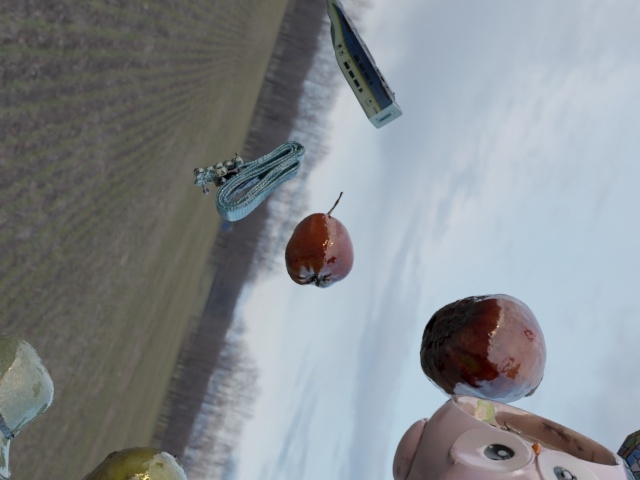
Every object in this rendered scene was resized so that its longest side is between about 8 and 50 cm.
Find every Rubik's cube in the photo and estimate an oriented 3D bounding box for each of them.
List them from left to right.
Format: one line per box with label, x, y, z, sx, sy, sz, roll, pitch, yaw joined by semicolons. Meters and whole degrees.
Rubik's cube;0.553;0.368;1.415;0.111;0.111;0.093;-85;-179;-63

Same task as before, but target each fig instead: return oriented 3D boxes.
fig;0.302;0.203;1.562;0.224;0.263;0.224;-8;-102;40

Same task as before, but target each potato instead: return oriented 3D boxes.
potato;-0.367;0.526;1.644;0.359;0.269;0.219;-46;-119;39

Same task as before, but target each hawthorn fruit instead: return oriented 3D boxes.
hawthorn fruit;0.000;0.000;1.850;0.163;0.162;0.204;117;-16;-56

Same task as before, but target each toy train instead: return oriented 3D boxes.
toy train;0.050;-0.279;1.288;0.234;0.051;0.052;64;14;22

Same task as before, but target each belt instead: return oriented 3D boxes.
belt;-0.109;-0.113;1.401;0.179;0.100;0.065;-35;168;-18

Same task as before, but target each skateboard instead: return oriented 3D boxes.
skateboard;-0.172;-0.114;1.467;0.032;0.083;0.064;60;-8;27

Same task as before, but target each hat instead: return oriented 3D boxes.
hat;-0.483;0.222;1.295;0.130;0.257;0.257;-29;172;-18

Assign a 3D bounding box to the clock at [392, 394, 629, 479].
clock;0.269;0.390;1.209;0.376;0.368;0.251;12;97;-76
